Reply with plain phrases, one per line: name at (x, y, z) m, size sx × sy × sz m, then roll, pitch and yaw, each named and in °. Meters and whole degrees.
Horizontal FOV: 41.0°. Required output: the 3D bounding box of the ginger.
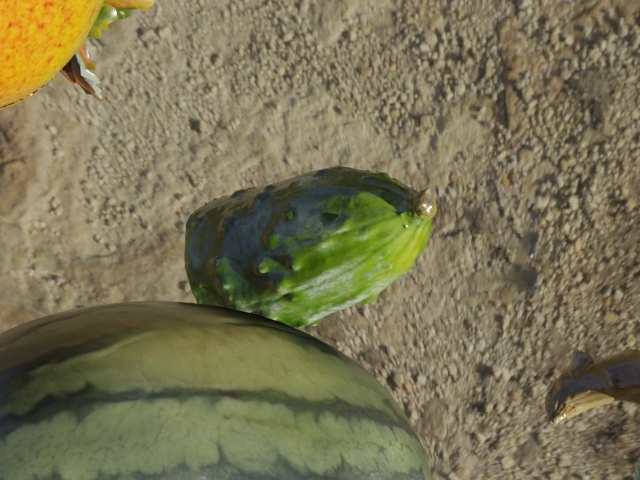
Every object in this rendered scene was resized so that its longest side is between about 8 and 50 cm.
ginger at (0.400, 0.180, 1.011) m, size 0.294 × 0.086 × 0.131 m, roll -16°, pitch 87°, yaw 43°

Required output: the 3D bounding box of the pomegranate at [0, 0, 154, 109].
pomegranate at (-0.187, -0.151, 0.403) m, size 0.210 × 0.235 × 0.210 m, roll -18°, pitch 63°, yaw 39°

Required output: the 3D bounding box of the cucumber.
cucumber at (0.003, 0.000, 0.680) m, size 0.244 × 0.134 × 0.134 m, roll -17°, pitch 66°, yaw 48°

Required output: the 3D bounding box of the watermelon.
watermelon at (-0.079, 0.177, 0.523) m, size 0.359 × 0.279 × 0.279 m, roll 9°, pitch 71°, yaw -29°

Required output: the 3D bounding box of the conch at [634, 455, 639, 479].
conch at (0.341, 0.243, 0.687) m, size 0.131 × 0.172 × 0.200 m, roll -22°, pitch 45°, yaw 20°
